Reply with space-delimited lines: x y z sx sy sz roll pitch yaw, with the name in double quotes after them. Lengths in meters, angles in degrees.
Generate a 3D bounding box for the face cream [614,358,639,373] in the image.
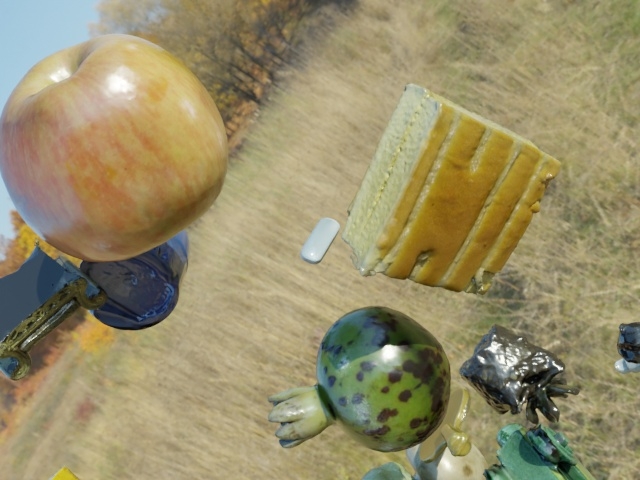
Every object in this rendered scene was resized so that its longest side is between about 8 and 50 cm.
0.803 0.252 1.490 0.252 0.101 0.101 -38 23 41 "face cream"

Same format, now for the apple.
-0.355 -0.161 1.125 0.392 0.346 0.391 -20 33 13 "apple"

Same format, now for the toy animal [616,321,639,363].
0.612 0.133 0.909 0.343 0.106 0.168 -1 24 36 "toy animal"

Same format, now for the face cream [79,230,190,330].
-0.457 0.067 1.606 0.249 0.249 0.225 -55 20 20 "face cream"

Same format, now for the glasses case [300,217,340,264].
0.000 0.000 1.938 0.178 0.067 0.045 -58 -11 -38 "glasses case"

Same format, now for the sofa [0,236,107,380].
-0.604 0.155 1.382 0.258 0.200 0.182 -46 -35 -22 "sofa"

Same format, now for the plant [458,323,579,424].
0.507 0.358 1.654 0.188 0.276 0.199 -53 -10 -21 "plant"

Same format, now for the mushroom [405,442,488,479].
0.333 0.604 1.706 0.184 0.255 0.255 -44 14 6 "mushroom"

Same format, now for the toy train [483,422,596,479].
0.423 0.455 1.030 0.150 0.237 0.369 -45 35 8 "toy train"

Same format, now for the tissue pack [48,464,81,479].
-0.572 0.760 1.471 0.293 0.382 0.228 -43 5 21 "tissue pack"

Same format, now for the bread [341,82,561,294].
0.177 -0.052 0.888 0.246 0.239 0.111 -64 31 15 "bread"

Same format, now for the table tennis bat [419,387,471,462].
0.293 0.436 1.490 0.198 0.050 0.321 -56 -3 -3 "table tennis bat"

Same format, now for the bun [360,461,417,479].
0.186 0.652 1.581 0.212 0.203 0.126 -12 -14 -47 "bun"

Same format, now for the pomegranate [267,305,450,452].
0.061 0.229 1.077 0.242 0.306 0.242 0 -90 -86 "pomegranate"
